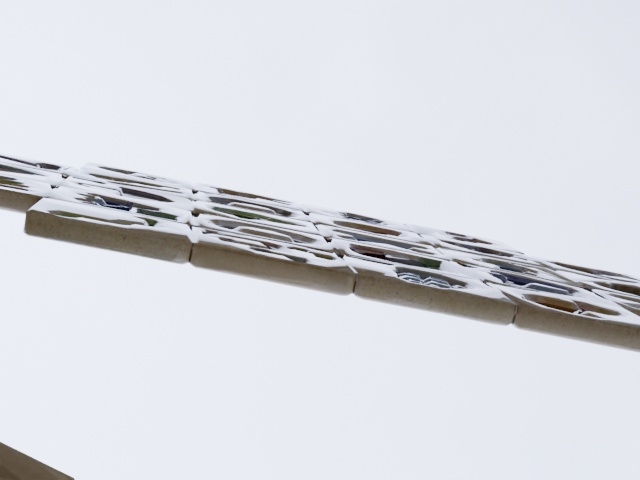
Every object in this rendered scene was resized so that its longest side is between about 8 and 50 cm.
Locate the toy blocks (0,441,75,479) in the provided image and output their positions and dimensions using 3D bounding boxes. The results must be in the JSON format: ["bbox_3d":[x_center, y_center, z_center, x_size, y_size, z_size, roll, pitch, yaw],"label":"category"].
[{"bbox_3d":[-0.200,0.104,0.418,0.381,0.261,0.190,27,-122,-7],"label":"toy blocks"}]

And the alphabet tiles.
[{"bbox_3d":[0.000,0.000,0.640,0.343,0.011,0.285,11,-175,-6],"label":"alphabet tiles"}]
